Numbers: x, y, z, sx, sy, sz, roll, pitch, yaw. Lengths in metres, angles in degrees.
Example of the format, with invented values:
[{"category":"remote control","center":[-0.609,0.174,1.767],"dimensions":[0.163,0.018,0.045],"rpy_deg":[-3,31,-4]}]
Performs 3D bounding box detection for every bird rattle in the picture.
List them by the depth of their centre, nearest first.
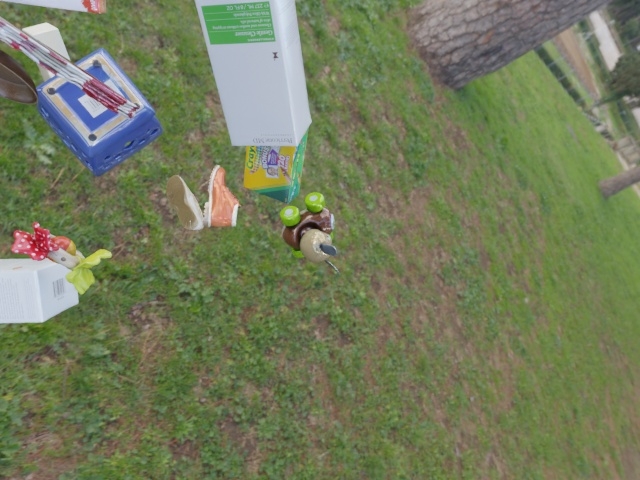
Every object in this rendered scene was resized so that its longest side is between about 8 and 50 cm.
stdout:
[{"category":"bird rattle","center":[-0.758,0.039,1.390],"dimensions":[0.253,0.207,0.143],"rpy_deg":[32,84,-37]}]

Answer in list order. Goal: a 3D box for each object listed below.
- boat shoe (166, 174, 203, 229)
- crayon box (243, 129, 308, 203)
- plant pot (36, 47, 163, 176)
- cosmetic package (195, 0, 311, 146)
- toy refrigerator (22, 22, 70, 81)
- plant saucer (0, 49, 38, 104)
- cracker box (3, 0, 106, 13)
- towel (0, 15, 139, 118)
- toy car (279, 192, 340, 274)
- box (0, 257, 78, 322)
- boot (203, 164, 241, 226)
[{"category":"boat shoe","center":[-0.361,-0.097,1.295],"dimensions":[0.170,0.063,0.059],"rpy_deg":[64,12,19]},{"category":"crayon box","center":[-0.138,-0.271,1.478],"dimensions":[0.165,0.278,0.081],"rpy_deg":[22,35,16]},{"category":"plant pot","center":[-0.570,-0.334,1.246],"dimensions":[0.236,0.212,0.236],"rpy_deg":[-41,100,-17]},{"category":"cosmetic package","center":[-0.150,-0.430,1.199],"dimensions":[0.155,0.197,0.365],"rpy_deg":[-70,157,-49]},{"category":"toy refrigerator","center":[-0.907,-0.593,1.664],"dimensions":[0.094,0.102,0.269],"rpy_deg":[-33,139,-29]},{"category":"plant saucer","center":[-0.631,-0.331,0.911],"dimensions":[0.198,0.198,0.036],"rpy_deg":[32,69,-37]},{"category":"cracker box","center":[-0.518,-0.509,0.869],"dimensions":[0.232,0.155,0.067],"rpy_deg":[1,26,-14]},{"category":"towel","center":[-0.504,-0.335,0.845],"dimensions":[0.237,0.037,0.329],"rpy_deg":[36,3,28]},{"category":"toy car","center":[0.000,0.000,1.240],"dimensions":[0.188,0.149,0.155],"rpy_deg":[48,-18,41]},{"category":"box","center":[-1.013,0.158,1.563],"dimensions":[0.215,0.345,0.168],"rpy_deg":[-76,165,-80]},{"category":"boot","center":[-0.230,-0.104,1.149],"dimensions":[0.085,0.059,0.158],"rpy_deg":[4,72,-8]}]
